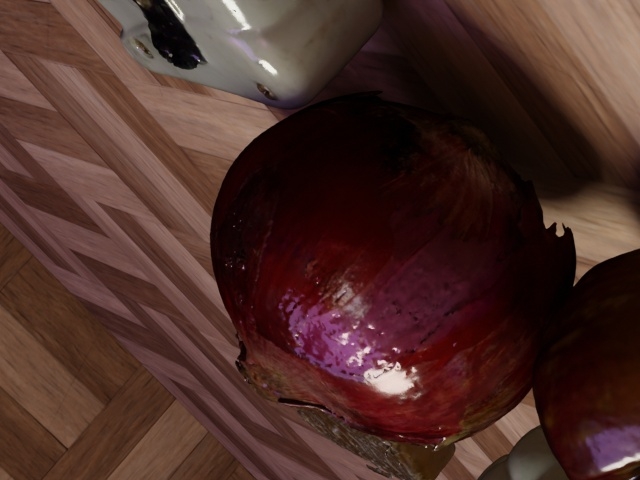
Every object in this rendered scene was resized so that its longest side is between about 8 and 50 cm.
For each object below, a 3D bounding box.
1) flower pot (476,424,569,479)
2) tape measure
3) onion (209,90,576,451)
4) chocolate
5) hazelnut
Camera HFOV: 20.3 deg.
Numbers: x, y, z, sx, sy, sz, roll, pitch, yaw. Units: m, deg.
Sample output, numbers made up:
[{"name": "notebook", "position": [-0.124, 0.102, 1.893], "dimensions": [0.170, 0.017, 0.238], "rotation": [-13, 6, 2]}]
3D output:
[{"name": "flower pot", "position": [0.245, 0.275, 1.602], "dimensions": [0.246, 0.195, 0.246], "rotation": [23, 130, 31]}, {"name": "tape measure", "position": [-0.095, -0.208, 1.291], "dimensions": [0.258, 0.130, 0.265], "rotation": [25, 159, 53]}, {"name": "onion", "position": [0.046, 0.024, 1.296], "dimensions": [0.276, 0.276, 0.276], "rotation": [38, 165, 12]}, {"name": "chocolate", "position": [0.059, 0.213, 2.216], "dimensions": [0.214, 0.093, 0.148], "rotation": [26, 159, 42]}, {"name": "hazelnut", "position": [0.257, 0.094, 1.202], "dimensions": [0.218, 0.218, 0.234], "rotation": [30, -178, 36]}]
